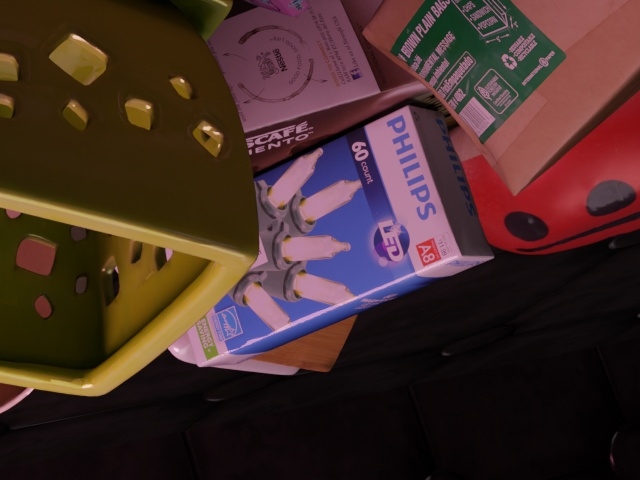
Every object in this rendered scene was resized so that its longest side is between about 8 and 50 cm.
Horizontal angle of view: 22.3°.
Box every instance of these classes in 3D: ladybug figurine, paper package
[{"bbox_3d":[0.327,-0.102,1.766,0.449,0.162,0.305,-20,164,6],"label":"ladybug figurine"},{"bbox_3d":[0.220,-0.226,1.055,0.309,0.168,0.325,-39,174,-26],"label":"paper package"}]

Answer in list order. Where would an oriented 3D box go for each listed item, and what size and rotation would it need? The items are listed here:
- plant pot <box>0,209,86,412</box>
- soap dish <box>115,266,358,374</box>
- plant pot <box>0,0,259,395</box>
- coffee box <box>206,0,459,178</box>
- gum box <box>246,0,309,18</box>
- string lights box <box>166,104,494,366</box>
[{"bbox_3d":[-0.279,-0.030,1.215,0.284,0.284,0.191,-27,-166,28],"label":"plant pot"},{"bbox_3d":[-0.092,0.016,1.607,0.118,0.229,0.291,-41,159,13],"label":"soap dish"},{"bbox_3d":[-0.179,-0.058,0.923,0.228,0.207,0.227,14,149,-26],"label":"plant pot"},{"bbox_3d":[0.011,-0.142,1.352,0.297,0.119,0.168,-17,167,-7],"label":"coffee box"},{"bbox_3d":[-0.086,-0.202,0.947,0.062,0.188,0.107,-64,162,-5],"label":"gum box"},{"bbox_3d":[0.000,0.000,1.356,0.259,0.133,0.077,-24,168,26],"label":"string lights box"}]
